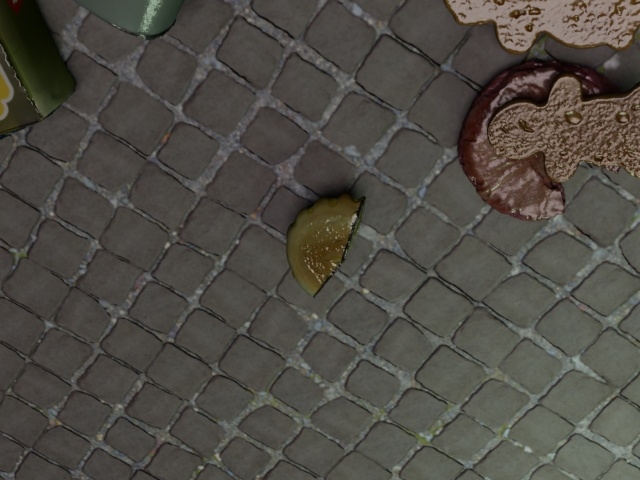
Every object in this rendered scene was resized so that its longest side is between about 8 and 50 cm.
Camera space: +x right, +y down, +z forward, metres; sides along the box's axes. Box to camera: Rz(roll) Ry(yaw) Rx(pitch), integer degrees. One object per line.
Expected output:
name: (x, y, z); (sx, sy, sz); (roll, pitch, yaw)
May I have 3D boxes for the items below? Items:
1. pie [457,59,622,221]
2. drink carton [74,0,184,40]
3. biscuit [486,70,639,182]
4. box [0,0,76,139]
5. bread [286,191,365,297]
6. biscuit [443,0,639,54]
pie: (0.281, -0.124, 1.227); (0.204, 0.054, 0.218); (31, 117, -9)
drink carton: (-0.205, -0.355, 1.108); (0.185, 0.191, 0.189); (31, 123, -11)
biscuit: (0.304, -0.138, 1.172); (0.205, 0.031, 0.138); (-2, 115, 6)
box: (-0.579, -0.278, 1.219); (0.420, 0.138, 0.372); (-14, 115, 16)
bread: (0.000, 0.000, 1.315); (0.094, 0.083, 0.157); (14, 116, 3)
biscuit: (0.273, -0.306, 1.143); (0.249, 0.035, 0.184); (9, 119, 5)
